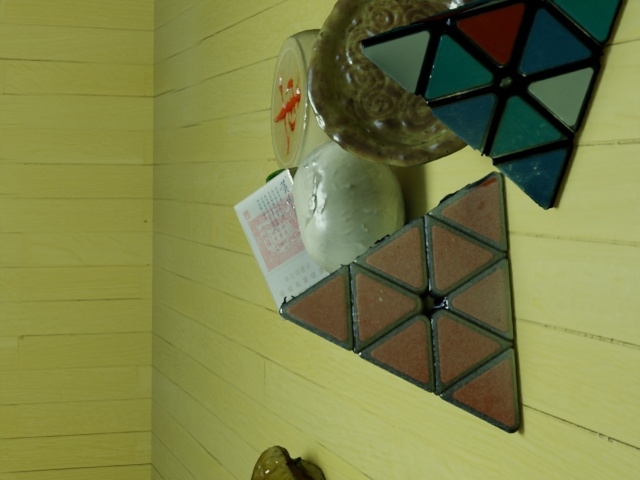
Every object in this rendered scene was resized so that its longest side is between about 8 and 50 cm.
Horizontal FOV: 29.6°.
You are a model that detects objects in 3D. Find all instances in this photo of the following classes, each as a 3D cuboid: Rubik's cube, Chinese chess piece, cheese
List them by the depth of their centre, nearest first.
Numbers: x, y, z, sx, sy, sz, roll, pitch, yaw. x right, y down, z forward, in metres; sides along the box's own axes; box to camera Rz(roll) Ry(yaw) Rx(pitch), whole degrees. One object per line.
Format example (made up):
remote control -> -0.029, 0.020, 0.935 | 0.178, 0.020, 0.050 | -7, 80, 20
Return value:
Rubik's cube -> 0.221, -0.247, 1.316 | 0.250, 0.284, 0.234 | -47, 17, 29
Rubik's cube -> 0.129, 0.082, 1.478 | 0.229, 0.228, 0.233 | -8, 124, 36
cheese -> 0.043, -0.040, 1.712 | 0.198, 0.155, 0.188 | 116, 150, -78
Chinese chess piece -> -0.010, -0.218, 1.970 | 0.251, 0.097, 0.250 | 180, 90, -73

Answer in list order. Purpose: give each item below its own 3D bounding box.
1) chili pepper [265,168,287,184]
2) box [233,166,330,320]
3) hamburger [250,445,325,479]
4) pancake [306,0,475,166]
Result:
chili pepper -> -0.005, 0.002, 1.908 | 0.100, 0.074, 0.256 | -31, 77, 30
box -> -0.036, 0.004, 1.847 | 0.141, 0.058, 0.201 | -31, 77, 39
hamburger -> -0.055, 0.478, 2.064 | 0.308, 0.133, 0.211 | -108, 23, -47
pancake -> 0.103, -0.210, 1.453 | 0.031, 0.250, 0.250 | -2, -88, -73
